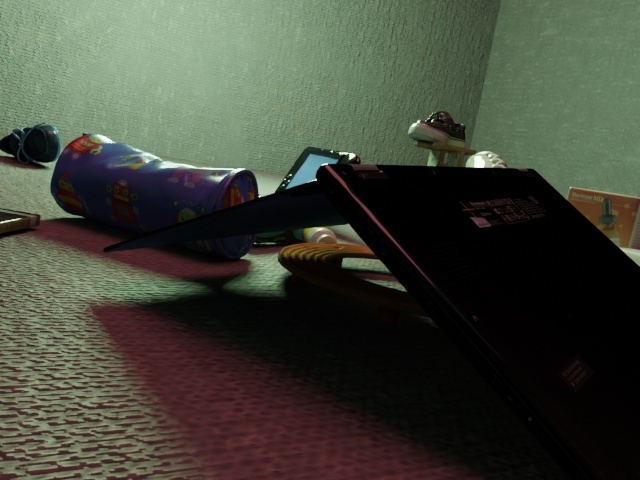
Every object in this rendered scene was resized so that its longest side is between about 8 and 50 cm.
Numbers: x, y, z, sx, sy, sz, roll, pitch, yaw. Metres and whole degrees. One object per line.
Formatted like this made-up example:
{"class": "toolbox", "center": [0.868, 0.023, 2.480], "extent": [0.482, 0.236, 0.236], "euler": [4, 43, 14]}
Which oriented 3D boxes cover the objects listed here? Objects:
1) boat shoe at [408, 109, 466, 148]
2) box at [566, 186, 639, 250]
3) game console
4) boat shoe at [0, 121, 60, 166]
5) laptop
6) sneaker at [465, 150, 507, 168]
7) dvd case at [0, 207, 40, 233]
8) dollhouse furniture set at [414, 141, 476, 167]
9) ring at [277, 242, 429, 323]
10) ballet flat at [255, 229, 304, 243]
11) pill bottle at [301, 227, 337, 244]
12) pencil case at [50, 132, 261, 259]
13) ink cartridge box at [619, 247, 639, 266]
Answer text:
{"class": "boat shoe", "center": [0.266, -0.249, 1.272], "extent": [0.080, 0.076, 0.228], "euler": [15, 8, 38]}
{"class": "box", "center": [0.498, 0.002, 1.008], "extent": [0.091, 0.170, 0.130], "euler": [4, 10, -36]}
{"class": "game console", "center": [-0.094, -0.129, 1.227], "extent": [0.173, 0.250, 0.293], "euler": [35, -3, -26]}
{"class": "boat shoe", "center": [-0.731, -0.231, 1.439], "extent": [0.089, 0.109, 0.258], "euler": [-9, 3, -44]}
{"class": "laptop", "center": [0.094, 0.054, 0.534], "extent": [0.382, 0.236, 0.408], "euler": [-9, 52, -50]}
{"class": "sneaker", "center": [0.256, -0.046, 0.944], "extent": [0.118, 0.110, 0.292], "euler": [-2, 43, 8]}
{"class": "dvd case", "center": [-0.437, -0.022, 0.612], "extent": [0.165, 0.018, 0.221], "euler": [9, 9, 3]}
{"class": "dollhouse furniture set", "center": [0.230, -0.094, 1.179], "extent": [0.161, 0.212, 0.242], "euler": [7, 8, -21]}
{"class": "ring", "center": [0.113, 0.054, 0.706], "extent": [0.337, 0.032, 0.336], "euler": [11, 9, -2]}
{"class": "ballet flat", "center": [-0.068, -0.026, 0.922], "extent": [0.070, 0.070, 0.188], "euler": [16, 7, 35]}
{"class": "pill bottle", "center": [0.000, 0.000, 0.878], "extent": [0.043, 0.043, 0.083], "euler": [8, 9, -16]}
{"class": "pencil case", "center": [-0.222, -0.065, 0.788], "extent": [0.306, 0.119, 0.133], "euler": [15, 26, 24]}
{"class": "ink cartridge box", "center": [0.568, 0.074, 0.887], "extent": [0.218, 0.092, 0.158], "euler": [4, 11, -26]}
